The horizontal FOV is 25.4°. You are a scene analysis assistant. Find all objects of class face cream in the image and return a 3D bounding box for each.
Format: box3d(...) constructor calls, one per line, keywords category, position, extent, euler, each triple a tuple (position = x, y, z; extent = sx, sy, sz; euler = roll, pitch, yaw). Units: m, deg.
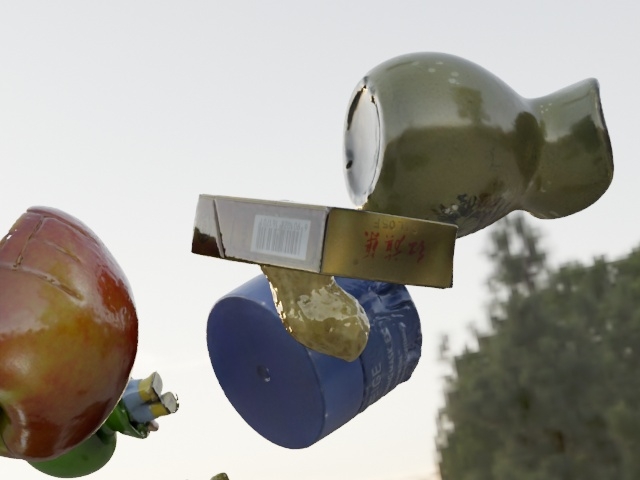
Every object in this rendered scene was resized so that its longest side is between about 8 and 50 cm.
box3d(category="face cream", position=(-0.005, 0.142, 2.043), extent=(0.225, 0.249, 0.249), euler=(-31, -2, -36))

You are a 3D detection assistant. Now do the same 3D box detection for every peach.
box3d(category="peach", position=(-0.315, 0.102, 1.573), extent=(0.248, 0.275, 0.245), euler=(-16, -51, 38))

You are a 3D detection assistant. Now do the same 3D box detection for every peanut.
box3d(category="peanut", position=(-0.016, 0.052, 1.794), extent=(0.098, 0.229, 0.103), euler=(-25, -5, -17))

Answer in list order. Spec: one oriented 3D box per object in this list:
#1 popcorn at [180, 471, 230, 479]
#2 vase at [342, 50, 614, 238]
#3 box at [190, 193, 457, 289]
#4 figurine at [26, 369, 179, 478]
box3d(category="popcorn", position=(-0.145, 0.380, 1.761), extent=(0.155, 0.198, 0.197), euler=(-22, -19, 12))
box3d(category="vase", position=(0.179, -0.097, 1.837), extent=(0.302, 0.241, 0.329), euler=(1, -25, -18))
box3d(category="box", position=(0.000, 0.000, 1.382), extent=(0.159, 0.071, 0.240), euler=(5, 1, -34))
box3d(category="figurine", position=(-0.349, 0.270, 2.156), extent=(0.263, 0.143, 0.162), euler=(-20, -55, 16))
